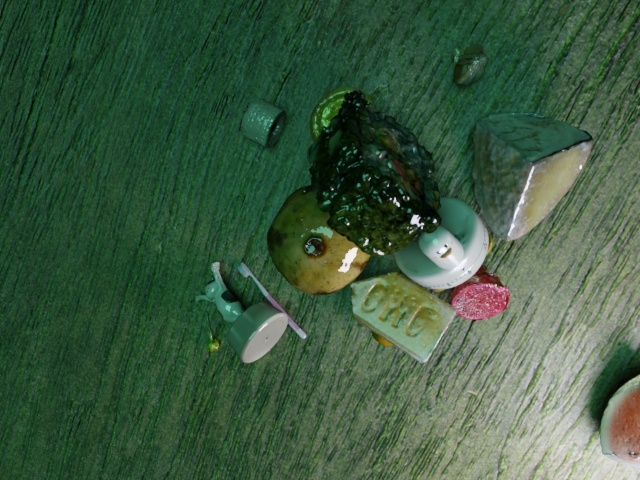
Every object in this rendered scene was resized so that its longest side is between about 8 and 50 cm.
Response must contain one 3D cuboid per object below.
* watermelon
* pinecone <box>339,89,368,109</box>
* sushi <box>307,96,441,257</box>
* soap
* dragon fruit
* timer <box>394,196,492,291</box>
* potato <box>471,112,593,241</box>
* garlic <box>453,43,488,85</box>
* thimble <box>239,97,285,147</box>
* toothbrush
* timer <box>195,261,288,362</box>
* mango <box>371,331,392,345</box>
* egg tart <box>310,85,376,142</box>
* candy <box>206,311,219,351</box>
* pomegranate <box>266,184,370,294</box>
[{"bbox_3d":[0.809,0.446,1.181,0.255,0.176,0.260,-5,71,5],"label":"watermelon"},{"bbox_3d":[0.087,-0.334,1.242,0.077,0.077,0.083,3,65,12],"label":"pinecone"},{"bbox_3d":[0.119,-0.155,1.133,0.294,0.352,0.178,32,127,-23],"label":"sushi"},{"bbox_3d":[0.191,0.174,1.255,0.257,0.080,0.160,32,83,11],"label":"soap"},{"bbox_3d":[0.406,0.125,1.283,0.153,0.111,0.153,4,134,4],"label":"dragon fruit"},{"bbox_3d":[0.283,-0.001,1.209,0.233,0.240,0.234,-25,48,31],"label":"timer"},{"bbox_3d":[0.500,-0.167,1.234,0.189,0.211,0.264,-17,131,-22],"label":"potato"},{"bbox_3d":[0.379,-0.441,1.243,0.074,0.094,0.113,18,94,-30],"label":"garlic"},{"bbox_3d":[-0.157,-0.321,1.354,0.090,0.102,0.115,28,92,9],"label":"thimble"},{"bbox_3d":[-0.142,0.176,1.434,0.286,0.020,0.025,47,111,6],"label":"toothbrush"},{"bbox_3d":[-0.243,0.196,1.407,0.266,0.175,0.175,38,102,23],"label":"timer"},{"bbox_3d":[0.218,0.209,1.329,0.184,0.085,0.102,-39,84,2],"label":"mango"},{"bbox_3d":[0.063,-0.312,1.322,0.191,0.074,0.191,1,96,13],"label":"egg tart"},{"bbox_3d":[-0.329,0.273,1.482,0.035,0.035,0.123,-14,83,3],"label":"candy"},{"bbox_3d":[0.000,0.000,1.267,0.281,0.281,0.281,1,95,12],"label":"pomegranate"}]
